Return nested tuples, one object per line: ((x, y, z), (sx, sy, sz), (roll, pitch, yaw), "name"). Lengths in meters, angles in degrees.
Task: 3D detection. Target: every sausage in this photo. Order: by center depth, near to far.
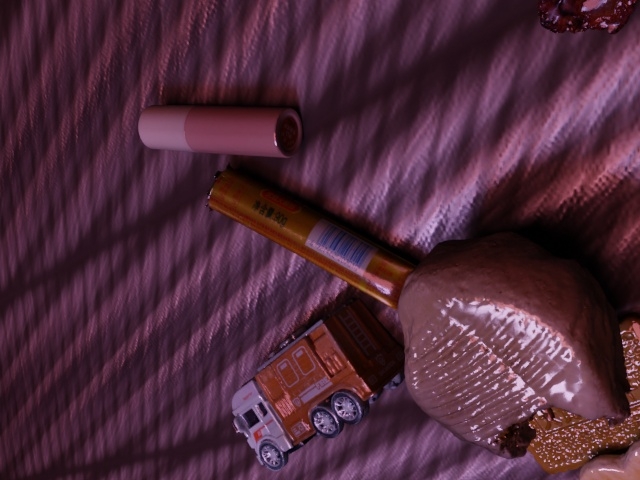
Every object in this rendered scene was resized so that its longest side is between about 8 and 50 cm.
((0.000, 0.000, 1.044), (0.371, 0.082, 0.082), (28, 127, 18), "sausage")

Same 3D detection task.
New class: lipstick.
((-0.150, -0.162, 1.062), (0.254, 0.070, 0.070), (7, 118, 31), "lipstick")

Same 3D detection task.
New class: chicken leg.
((0.310, -0.263, 0.715), (0.093, 0.053, 0.205), (41, 141, -22), "chicken leg")

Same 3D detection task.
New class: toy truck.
((-0.016, 0.226, 1.139), (0.162, 0.136, 0.305), (54, 128, 7), "toy truck")

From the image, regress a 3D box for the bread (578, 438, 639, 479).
((0.474, 0.359, 0.915), (0.316, 0.054, 0.316), (16, 127, 22), "bread")

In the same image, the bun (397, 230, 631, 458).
((0.223, 0.106, 0.866), (0.281, 0.205, 0.282), (17, 125, 26), "bun")

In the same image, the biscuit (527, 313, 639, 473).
((0.353, 0.209, 0.945), (0.254, 0.029, 0.172), (-36, 89, 40), "biscuit")
